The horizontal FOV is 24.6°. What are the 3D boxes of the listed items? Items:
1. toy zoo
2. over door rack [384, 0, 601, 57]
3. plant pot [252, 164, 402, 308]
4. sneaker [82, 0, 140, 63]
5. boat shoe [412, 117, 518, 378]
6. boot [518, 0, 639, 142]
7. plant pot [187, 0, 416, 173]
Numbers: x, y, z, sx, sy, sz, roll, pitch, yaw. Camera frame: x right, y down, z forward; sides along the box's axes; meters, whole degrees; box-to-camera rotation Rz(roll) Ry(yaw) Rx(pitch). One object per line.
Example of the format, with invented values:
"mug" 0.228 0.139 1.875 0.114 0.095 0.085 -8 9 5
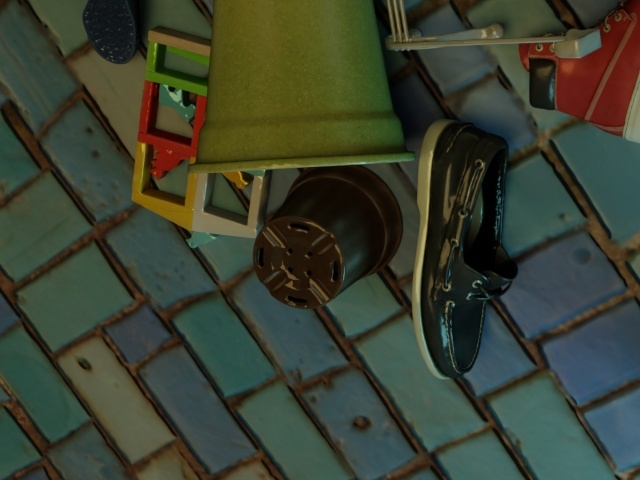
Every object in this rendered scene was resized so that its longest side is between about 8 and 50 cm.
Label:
"toy zoo" -0.155 -0.123 1.969 0.192 0.030 0.293 17 116 15
"over door rack" 0.187 -0.332 1.663 0.324 0.108 0.239 10 118 50
"plant pot" 0.000 0.000 1.878 0.167 0.165 0.167 8 113 20
"sneaker" -0.263 -0.342 1.906 0.081 0.090 0.232 14 137 16
"boat shoe" 0.192 0.020 1.829 0.113 0.127 0.340 9 105 32
"boot" 0.323 -0.247 1.692 0.176 0.088 0.244 21 120 16
"plant pot" -0.030 -0.214 1.760 0.276 0.276 0.254 -2 94 23
